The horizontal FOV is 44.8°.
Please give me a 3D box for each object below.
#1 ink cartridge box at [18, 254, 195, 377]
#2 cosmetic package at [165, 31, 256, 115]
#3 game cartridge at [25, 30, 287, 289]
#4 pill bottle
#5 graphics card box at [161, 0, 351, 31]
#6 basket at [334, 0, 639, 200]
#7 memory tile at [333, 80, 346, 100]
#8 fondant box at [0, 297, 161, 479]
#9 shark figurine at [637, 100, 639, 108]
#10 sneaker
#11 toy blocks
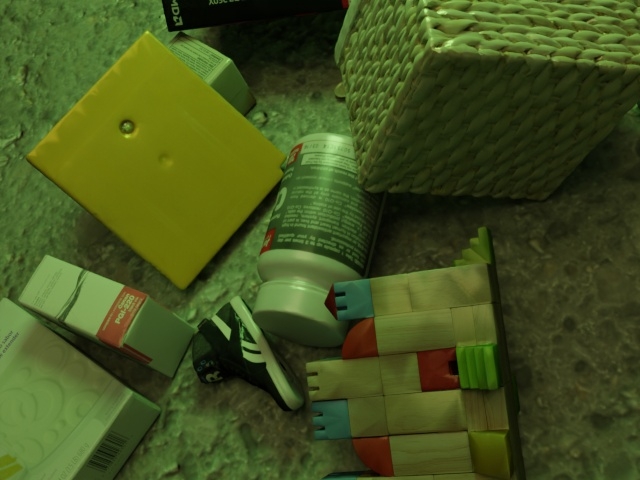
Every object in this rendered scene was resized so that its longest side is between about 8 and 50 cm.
[{"bbox_3d":[-0.328,0.117,1.203,0.218,0.158,0.092,16,71,27],"label":"ink cartridge box"},{"bbox_3d":[-0.275,-0.204,1.376,0.153,0.129,0.296,36,79,31],"label":"cosmetic package"},{"bbox_3d":[-0.253,-0.127,1.261,0.324,0.053,0.285,42,80,-11],"label":"game cartridge"},{"bbox_3d":[0.000,0.000,1.142,0.161,0.161,0.283,5,65,23],"label":"pill bottle"},{"bbox_3d":[-0.069,-0.449,1.381,0.371,0.094,0.233,-1,22,19],"label":"graphics card box"},{"bbox_3d":[0.221,-0.246,1.037,0.329,0.331,0.266,2,62,-14],"label":"basket"},{"bbox_3d":[0.104,-0.279,1.343,0.148,0.012,0.113,-44,57,-5],"label":"memory tile"},{"bbox_3d":[-0.444,0.269,1.203,0.330,0.096,0.238,26,75,31],"label":"fondant box"},{"bbox_3d":[0.566,-0.207,1.035,0.278,0.116,0.166,-25,61,33],"label":"shark figurine"},{"bbox_3d":[-0.115,0.192,1.138,0.121,0.079,0.217,-38,48,2],"label":"sneaker"},{"bbox_3d":[0.104,0.188,0.976,0.261,0.191,0.381,-8,83,19],"label":"toy blocks"}]
